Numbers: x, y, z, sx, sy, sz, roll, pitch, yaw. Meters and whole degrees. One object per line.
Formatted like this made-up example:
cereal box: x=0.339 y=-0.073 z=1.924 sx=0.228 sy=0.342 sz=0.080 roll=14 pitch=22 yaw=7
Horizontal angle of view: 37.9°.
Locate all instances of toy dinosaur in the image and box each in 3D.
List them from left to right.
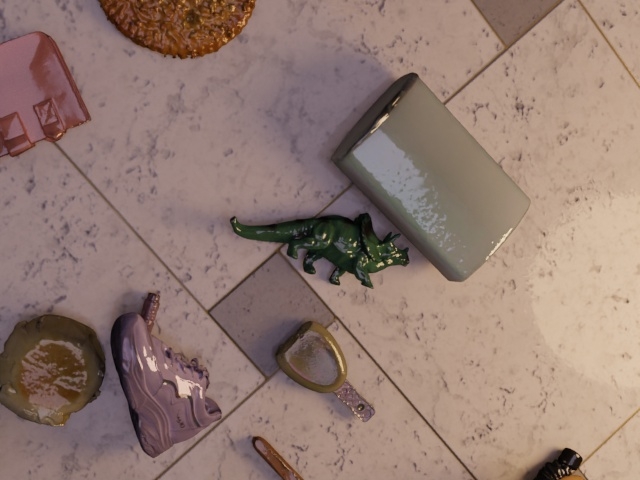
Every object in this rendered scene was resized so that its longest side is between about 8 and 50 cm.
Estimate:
toy dinosaur: x=0.000 y=0.018 z=1.455 sx=0.292 sy=0.079 sz=0.120 roll=-2 pitch=91 yaw=-15

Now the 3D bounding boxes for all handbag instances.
handbag: x=-0.457 y=-0.195 z=1.336 sx=0.212 sy=0.059 sz=0.157 roll=-25 pitch=100 yaw=-8

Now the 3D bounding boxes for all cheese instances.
cheese: x=0.019 y=0.221 z=1.500 sx=0.097 sy=0.037 sz=0.192 roll=-45 pitch=104 yaw=-3

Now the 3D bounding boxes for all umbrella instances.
umbrella: x=0.365 y=0.446 z=1.591 sx=0.071 sy=0.080 sz=0.224 roll=37 pitch=83 yaw=21

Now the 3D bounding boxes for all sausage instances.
sausage: x=-0.069 y=0.359 z=1.501 sx=0.026 sy=0.026 sz=0.116 roll=-43 pitch=102 yaw=-5

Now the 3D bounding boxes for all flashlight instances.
flashlight: x=-0.272 y=0.133 z=1.429 sx=0.052 sy=0.031 sz=0.110 roll=18 pitch=88 yaw=-38

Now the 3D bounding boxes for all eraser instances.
eraser: x=0.176 y=-0.097 z=1.465 sx=0.290 sy=0.104 sz=0.189 roll=45 pitch=73 yaw=-13

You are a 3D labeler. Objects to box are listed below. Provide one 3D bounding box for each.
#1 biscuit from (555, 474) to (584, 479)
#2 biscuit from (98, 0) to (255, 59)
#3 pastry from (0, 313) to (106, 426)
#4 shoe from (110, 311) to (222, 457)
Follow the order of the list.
biscuit: x=0.350 y=0.547 z=1.543 sx=0.269 sy=0.051 sz=0.376 roll=-6 pitch=118 yaw=-38
biscuit: x=-0.213 y=-0.398 z=1.381 sx=0.254 sy=0.035 sz=0.254 roll=-1 pitch=96 yaw=-12
pastry: x=-0.397 y=0.189 z=1.376 sx=0.165 sy=0.088 sz=0.166 roll=-1 pitch=96 yaw=-12
shoe: x=-0.231 y=0.207 z=1.398 sx=0.137 sy=0.095 sz=0.245 roll=-20 pitch=120 yaw=-19
